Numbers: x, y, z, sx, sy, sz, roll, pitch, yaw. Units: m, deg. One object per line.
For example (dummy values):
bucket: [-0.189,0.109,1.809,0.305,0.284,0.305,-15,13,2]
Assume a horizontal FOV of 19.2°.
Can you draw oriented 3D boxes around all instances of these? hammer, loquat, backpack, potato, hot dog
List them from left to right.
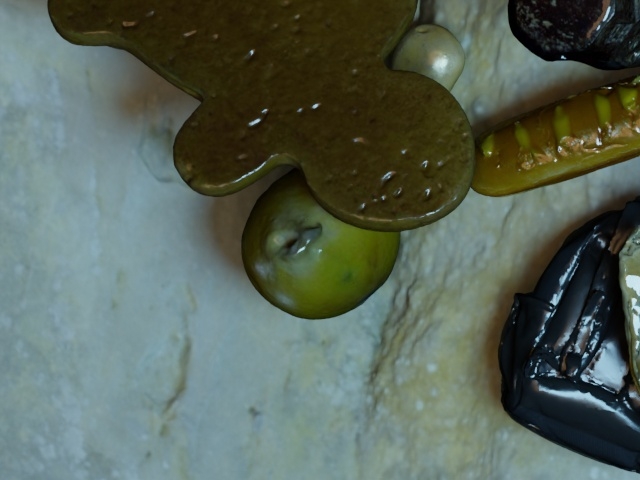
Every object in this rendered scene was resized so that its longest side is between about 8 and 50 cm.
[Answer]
loquat: [0.000,0.000,1.741,0.152,0.195,0.152,0,91,21]
potato: [0.097,-0.159,1.765,0.068,0.062,0.083,20,78,34]
hammer: [0.137,-0.290,1.687,0.409,0.242,0.095,38,113,19]
hot dog: [0.261,-0.106,1.719,0.269,0.115,0.072,-19,91,14]
backpack: [0.279,0.084,1.752,0.206,0.133,0.258,24,95,1]

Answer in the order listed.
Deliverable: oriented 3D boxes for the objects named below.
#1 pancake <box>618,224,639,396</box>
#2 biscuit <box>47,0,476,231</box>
pancake: [0.438,0.051,1.693,0.382,0.071,0.382,-1,96,-14]
biscuit: [-0.039,-0.159,1.708,0.432,0.064,0.283,40,78,15]
